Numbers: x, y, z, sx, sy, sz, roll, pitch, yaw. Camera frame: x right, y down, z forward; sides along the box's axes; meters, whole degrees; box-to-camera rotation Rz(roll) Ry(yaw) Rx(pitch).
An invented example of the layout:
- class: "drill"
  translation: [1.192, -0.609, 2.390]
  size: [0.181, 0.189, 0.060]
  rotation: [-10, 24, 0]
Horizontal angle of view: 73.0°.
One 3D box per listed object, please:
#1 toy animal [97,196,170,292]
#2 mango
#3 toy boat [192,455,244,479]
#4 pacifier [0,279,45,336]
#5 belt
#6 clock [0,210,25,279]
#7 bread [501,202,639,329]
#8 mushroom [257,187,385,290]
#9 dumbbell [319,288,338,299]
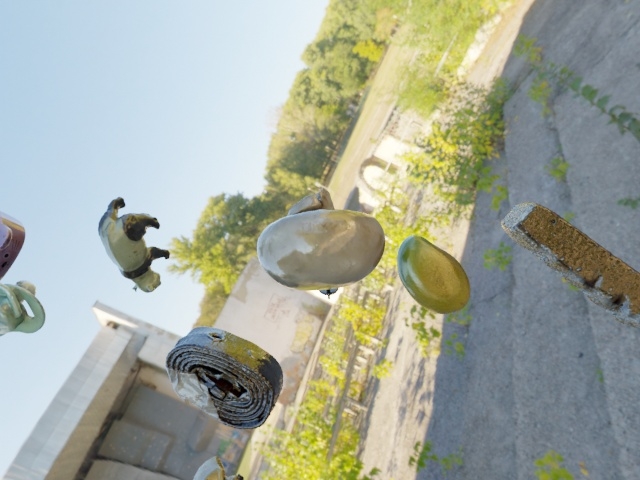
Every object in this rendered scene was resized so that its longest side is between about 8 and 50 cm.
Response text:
- class: "toy animal"
  translation: [-0.413, 0.023, 0.967]
  size: [0.121, 0.093, 0.225]
  rotation: [-76, -13, -48]
- class: "mango"
  translation: [0.241, 0.074, 0.936]
  size: [0.130, 0.195, 0.092]
  rotation: [-32, 8, 2]
- class: "toy boat"
  translation: [-0.103, 0.465, 0.614]
  size: [0.089, 0.115, 0.311]
  rotation: [-32, 73, 66]
- class: "pacifier"
  translation: [-0.558, 0.106, 0.771]
  size: [0.117, 0.150, 0.127]
  rotation: [-88, -16, -59]
- class: "belt"
  translation: [-0.234, 0.333, 1.085]
  size: [0.184, 0.289, 0.164]
  rotation: [-61, -1, 13]
- class: "clock"
  translation: [-0.613, 0.024, 0.804]
  size: [0.153, 0.110, 0.050]
  rotation: [-59, -27, -3]
- class: "bread"
  translation: [0.661, 0.059, 1.096]
  size: [0.113, 0.416, 0.165]
  rotation: [-52, -8, 7]
- class: "mushroom"
  translation: [0.000, 0.000, 0.764]
  size: [0.226, 0.226, 0.178]
  rotation: [126, 136, -67]
- class: "dumbbell"
  translation: [0.024, 0.136, 1.427]
  size: [0.069, 0.069, 0.147]
  rotation: [-70, -21, -55]
